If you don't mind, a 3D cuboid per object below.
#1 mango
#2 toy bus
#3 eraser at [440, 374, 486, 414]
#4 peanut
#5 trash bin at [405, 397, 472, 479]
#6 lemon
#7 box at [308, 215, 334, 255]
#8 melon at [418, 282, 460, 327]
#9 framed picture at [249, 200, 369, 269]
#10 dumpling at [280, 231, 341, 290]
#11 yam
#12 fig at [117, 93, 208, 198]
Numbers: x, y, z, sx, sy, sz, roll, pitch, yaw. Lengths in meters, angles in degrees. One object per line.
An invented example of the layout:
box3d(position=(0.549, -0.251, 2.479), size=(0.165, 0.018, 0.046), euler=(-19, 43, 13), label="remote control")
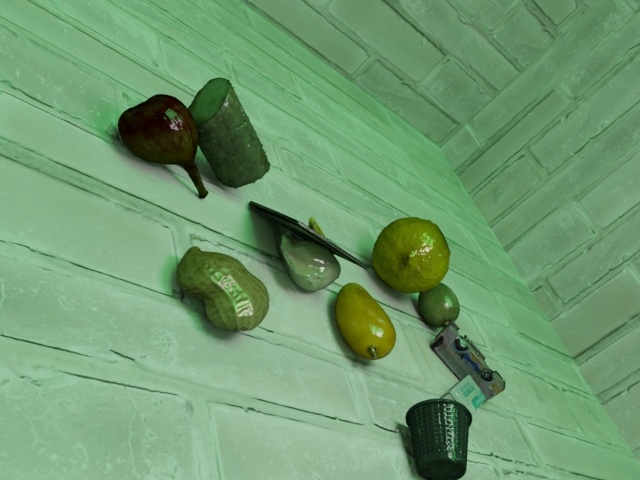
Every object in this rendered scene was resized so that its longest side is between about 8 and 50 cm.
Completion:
box3d(position=(0.123, 0.223, 1.885), size=(0.176, 0.119, 0.317), euler=(24, 27, -28), label="mango")
box3d(position=(0.489, 0.402, 2.223), size=(0.274, 0.112, 0.090), euler=(49, 21, 4), label="toy bus")
box3d(position=(0.443, 0.491, 2.083), size=(0.095, 0.052, 0.225), euler=(56, 24, 14), label="eraser")
box3d(position=(-0.217, 0.105, 1.503), size=(0.233, 0.110, 0.197), euler=(47, 23, -4), label="peanut")
box3d(position=(0.303, 0.515, 1.693), size=(0.175, 0.175, 0.161), euler=(35, 37, -26), label="trash bin")
box3d(position=(0.311, 0.049, 2.296), size=(0.268, 0.268, 0.322), euler=(46, 19, -2), label="lemon")
box3d(position=(0.000, 0.000, 2.095), size=(0.149, 0.020, 0.073), euler=(59, -17, 25), label="box")
box3d(position=(0.415, 0.228, 2.345), size=(0.139, 0.139, 0.192), euler=(27, 32, -38), label="melon")
box3d(position=(-0.040, -0.019, 1.899), size=(0.265, 0.016, 0.347), euler=(33, -4, -28), label="framed picture")
box3d(position=(-0.030, 0.053, 1.885), size=(0.179, 0.131, 0.252), euler=(48, 19, 21), label="dumpling")
box3d(position=(-0.260, -0.288, 1.858), size=(0.304, 0.168, 0.168), euler=(63, 6, -46), label="yam")
box3d(position=(-0.384, -0.253, 1.746), size=(0.290, 0.190, 0.191), euler=(47, 16, -48), label="fig")
